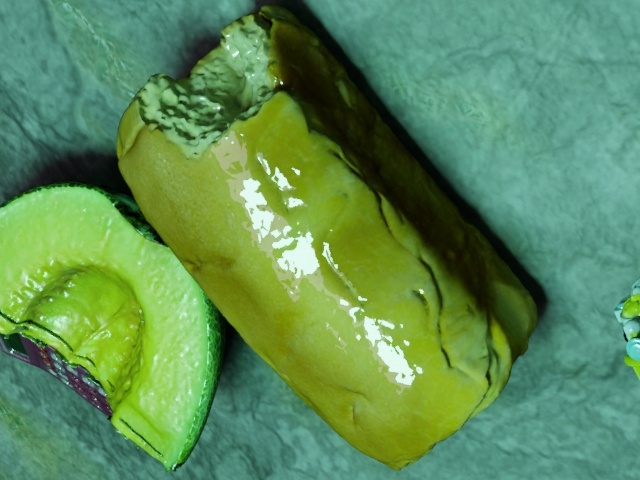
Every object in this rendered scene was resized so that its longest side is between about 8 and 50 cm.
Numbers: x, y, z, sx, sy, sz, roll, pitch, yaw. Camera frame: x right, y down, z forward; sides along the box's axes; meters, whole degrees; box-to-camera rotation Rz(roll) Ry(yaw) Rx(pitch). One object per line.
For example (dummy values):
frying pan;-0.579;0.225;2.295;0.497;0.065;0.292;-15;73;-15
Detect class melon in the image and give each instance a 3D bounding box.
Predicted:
melon;-0.158;0.041;1.476;0.265;0.129;0.169;38;113;14

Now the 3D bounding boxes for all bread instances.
bread;-0.005;0.004;1.313;0.344;0.149;0.195;48;133;0

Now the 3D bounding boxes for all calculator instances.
calculator;-0.230;0.107;1.589;0.190;0.034;0.126;32;160;10

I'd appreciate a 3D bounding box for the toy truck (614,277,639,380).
toy truck;0.244;0.080;1.236;0.076;0.077;0.111;-19;106;41
